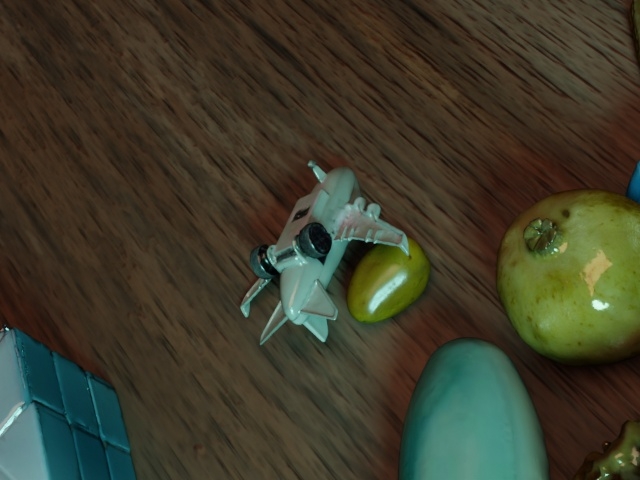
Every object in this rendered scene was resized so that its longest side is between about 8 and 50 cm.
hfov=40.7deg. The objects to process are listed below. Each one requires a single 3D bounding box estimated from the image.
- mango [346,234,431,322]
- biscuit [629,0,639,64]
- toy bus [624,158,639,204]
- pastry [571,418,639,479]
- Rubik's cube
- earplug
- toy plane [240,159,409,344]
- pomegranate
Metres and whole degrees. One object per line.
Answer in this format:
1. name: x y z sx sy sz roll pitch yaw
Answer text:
1. mango: 0.075 0.046 0.991 0.080 0.060 0.114 27 83 32
2. biscuit: 0.509 -0.220 0.996 0.277 0.052 0.262 -2 64 15
3. toy bus: 0.440 -0.018 0.869 0.134 0.113 0.246 -36 60 -18
4. pastry: 0.358 0.281 0.630 0.292 0.337 0.405 -32 60 -4
5. Rubik's cube: -0.341 0.261 0.916 0.221 0.224 0.231 -25 60 4
6. earplug: 0.141 0.244 0.823 0.185 0.185 0.323 -6 57 14
7. toy plane: -0.003 -0.002 0.996 0.251 0.101 0.255 -22 39 38
8. pomegranate: 0.264 0.032 0.868 0.196 0.196 0.196 -7 63 13
